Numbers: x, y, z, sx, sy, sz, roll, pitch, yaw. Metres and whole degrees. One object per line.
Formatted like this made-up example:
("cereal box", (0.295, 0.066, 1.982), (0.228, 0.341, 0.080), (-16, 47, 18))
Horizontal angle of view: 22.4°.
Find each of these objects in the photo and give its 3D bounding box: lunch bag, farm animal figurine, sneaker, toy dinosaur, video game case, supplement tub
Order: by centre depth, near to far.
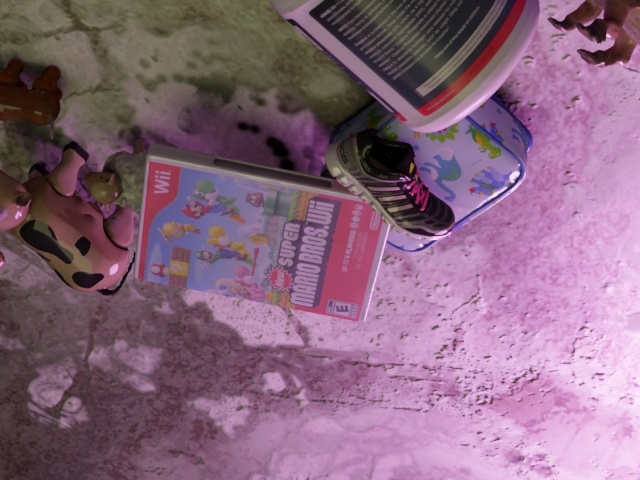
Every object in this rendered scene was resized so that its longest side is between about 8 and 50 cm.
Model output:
("toy dinosaur", (0.344, -0.256, 1.621), (0.200, 0.127, 0.296), (-48, 131, 4))
("supplement tub", (0.068, -0.257, 1.625), (0.272, 0.191, 0.191), (40, 129, -18))
("sneaker", (0.088, -0.064, 1.771), (0.170, 0.063, 0.075), (36, 136, -15))
("lunch bag", (0.121, -0.091, 1.843), (0.176, 0.090, 0.219), (38, 130, -19))
("video game case", (-0.069, -0.005, 1.880), (0.285, 0.025, 0.204), (11, 134, -1))
("farm animal figurine", (-0.365, -0.034, 1.966), (0.327, 0.172, 0.330), (30, 133, -14))
